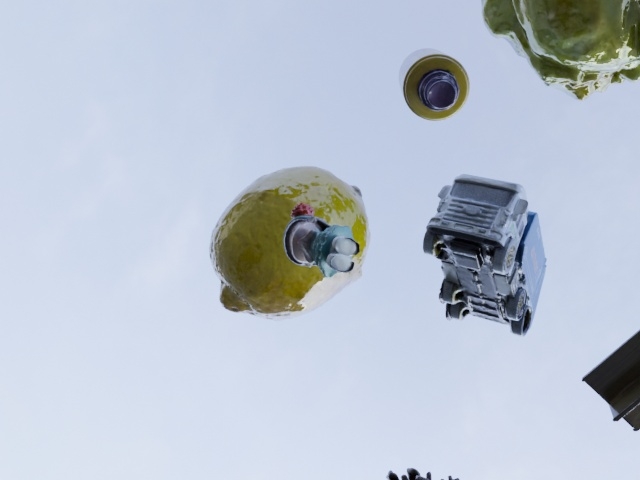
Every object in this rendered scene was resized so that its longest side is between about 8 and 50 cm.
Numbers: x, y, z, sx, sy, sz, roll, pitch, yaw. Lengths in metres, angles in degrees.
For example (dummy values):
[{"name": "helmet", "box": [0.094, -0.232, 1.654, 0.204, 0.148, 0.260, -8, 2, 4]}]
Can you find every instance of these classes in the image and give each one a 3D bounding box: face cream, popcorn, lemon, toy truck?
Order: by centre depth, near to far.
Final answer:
[{"name": "face cream", "box": [0.136, -0.188, 0.948, 0.078, 0.273, 0.078, 1, -74, 4]}, {"name": "popcorn", "box": [0.408, -0.383, 1.153, 0.312, 0.312, 0.312, 18, -59, 33]}, {"name": "lemon", "box": [-0.050, 0.006, 1.252, 0.233, 0.288, 0.233, 46, -4, 4]}, {"name": "toy truck", "box": [0.288, 0.037, 1.331, 0.146, 0.175, 0.367, 13, -26, 27]}]

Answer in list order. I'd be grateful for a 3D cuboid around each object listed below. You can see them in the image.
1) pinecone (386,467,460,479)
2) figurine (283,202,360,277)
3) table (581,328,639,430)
[{"name": "pinecone", "box": [0.102, 0.430, 1.011, 0.246, 0.292, 0.246, 35, -25, 19]}, {"name": "figurine", "box": [0.000, 0.000, 0.734, 0.106, 0.047, 0.059, 21, -68, 61]}, {"name": "table", "box": [0.581, 0.214, 1.356, 0.167, 0.167, 0.226, 47, -72, 12]}]
